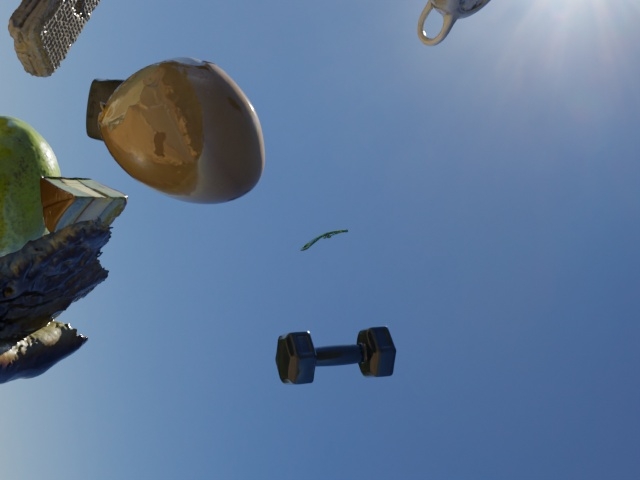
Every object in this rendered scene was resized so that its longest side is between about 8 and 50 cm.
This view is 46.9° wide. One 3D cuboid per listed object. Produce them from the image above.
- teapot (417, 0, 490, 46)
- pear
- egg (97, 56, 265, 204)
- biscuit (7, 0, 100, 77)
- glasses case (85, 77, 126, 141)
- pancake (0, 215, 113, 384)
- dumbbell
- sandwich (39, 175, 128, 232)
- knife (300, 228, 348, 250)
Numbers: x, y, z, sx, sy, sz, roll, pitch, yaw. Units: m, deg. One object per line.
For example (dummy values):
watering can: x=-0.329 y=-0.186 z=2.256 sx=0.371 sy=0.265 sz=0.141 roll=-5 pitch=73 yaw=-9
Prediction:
teapot: x=0.217 y=-0.395 z=1.105 sx=0.092 sy=0.145 sz=0.226 roll=52 pitch=-60 yaw=26
pear: x=-0.874 y=-0.134 z=1.978 sx=0.391 sy=0.391 sz=0.391 roll=27 pitch=-59 yaw=57
egg: x=-0.189 y=-0.153 z=1.065 sx=0.201 sy=0.244 sz=0.201 roll=-42 pitch=-158 yaw=22
biscuit: x=-0.521 y=-0.539 z=1.554 sx=0.144 sy=0.078 sz=0.426 roll=97 pitch=9 yaw=-60
glasses case: x=-0.374 y=-0.247 z=1.432 sx=0.323 sy=0.074 sz=0.131 roll=18 pitch=-79 yaw=53
pancake: x=-0.300 y=0.087 z=0.738 sx=0.056 sy=0.257 sz=0.212 roll=40 pitch=-46 yaw=11
dumbbell: x=0.044 y=0.316 z=2.032 sx=0.160 sy=0.324 sz=0.144 roll=156 pitch=-70 yaw=-66
sandwich: x=-0.461 y=-0.101 z=1.432 sx=0.187 sy=0.117 sz=0.144 roll=-36 pitch=-118 yaw=48
knife: x=-0.001 y=-0.003 z=1.905 sx=0.078 sy=0.166 sz=0.023 roll=-25 pitch=-92 yaw=39
